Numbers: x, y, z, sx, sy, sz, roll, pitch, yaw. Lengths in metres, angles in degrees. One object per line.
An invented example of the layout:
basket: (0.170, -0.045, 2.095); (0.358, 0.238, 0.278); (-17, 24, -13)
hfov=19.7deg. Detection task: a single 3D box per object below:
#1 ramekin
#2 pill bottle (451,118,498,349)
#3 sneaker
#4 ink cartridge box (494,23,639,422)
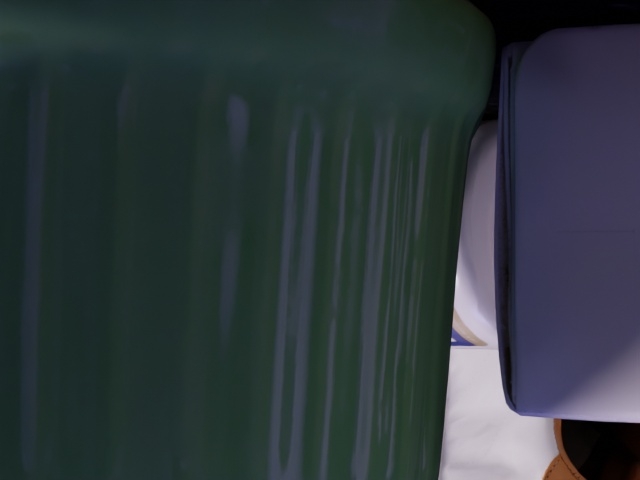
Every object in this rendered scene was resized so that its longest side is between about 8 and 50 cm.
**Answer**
ramekin: (-0.100, 0.010, 0.544); (0.303, 0.148, 0.303); (1, 176, 0)
pill bottle: (0.023, 0.000, 0.791); (0.169, 0.094, 0.094); (-3, 175, 43)
sneaker: (0.104, 0.058, 0.831); (0.123, 0.290, 0.106); (-23, 124, 19)
ink cartridge box: (0.196, 0.003, 0.623); (0.207, 0.117, 0.283); (0, 177, 24)
